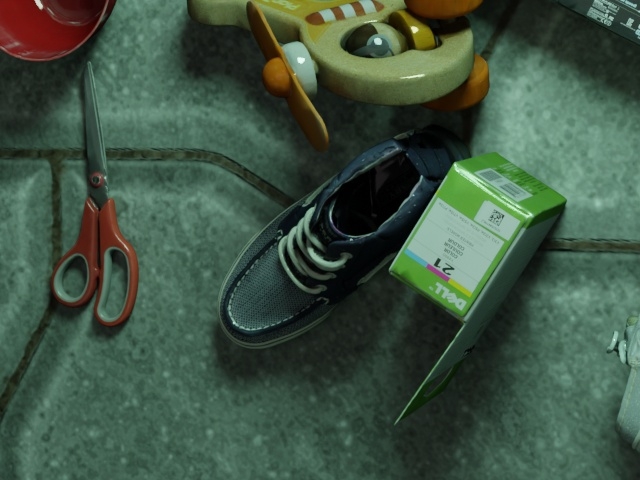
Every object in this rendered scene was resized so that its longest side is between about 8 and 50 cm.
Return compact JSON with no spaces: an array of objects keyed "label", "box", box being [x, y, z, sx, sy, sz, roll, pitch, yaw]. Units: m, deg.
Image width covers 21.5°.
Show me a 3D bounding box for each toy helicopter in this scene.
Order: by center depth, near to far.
[{"label":"toy helicopter","box":[-0.010,-0.209,1.737,0.355,0.235,0.140,22,136,34]}]

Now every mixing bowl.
[{"label":"mixing bowl","box":[-0.294,-0.291,1.878,0.181,0.098,0.181,2,96,18]}]

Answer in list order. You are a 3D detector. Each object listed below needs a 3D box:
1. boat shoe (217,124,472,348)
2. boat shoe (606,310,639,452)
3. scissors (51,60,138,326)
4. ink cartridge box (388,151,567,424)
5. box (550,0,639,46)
[{"label":"boat shoe","box":[0.000,0.000,1.770,0.340,0.158,0.127,-42,81,18]},{"label":"boat shoe","box":[0.347,0.053,1.682,0.103,0.118,0.320,17,96,23]},{"label":"scissors","box":[-0.244,-0.050,1.927,0.109,0.021,0.297,13,98,20]},{"label":"ink cartridge box","box":[0.131,0.046,1.712,0.097,0.189,0.255,35,105,12]},{"label":"box","box":[0.290,-0.346,1.680,0.307,0.076,0.242,29,104,14]}]
